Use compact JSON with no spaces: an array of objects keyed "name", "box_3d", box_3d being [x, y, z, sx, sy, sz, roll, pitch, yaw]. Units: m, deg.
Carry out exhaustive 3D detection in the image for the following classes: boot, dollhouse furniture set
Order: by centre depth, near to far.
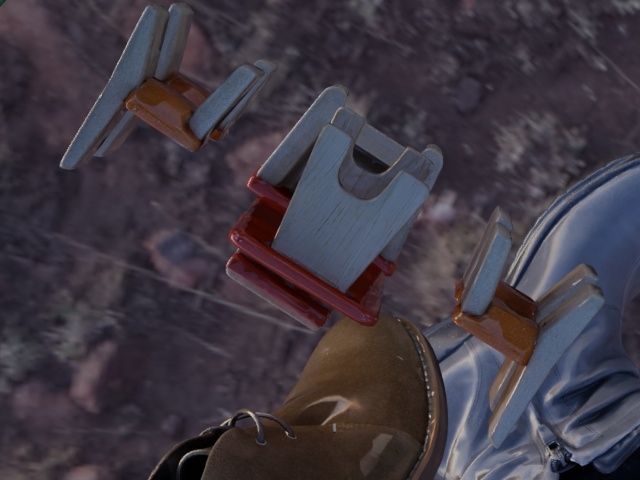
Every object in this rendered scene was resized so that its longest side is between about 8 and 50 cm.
[{"name":"boot","box_3d":[-0.016,0.119,1.016,0.112,0.305,0.115,-29,112,33]},{"name":"dollhouse furniture set","box_3d":[0.000,0.000,1.027,0.262,0.259,0.135,33,99,0]},{"name":"boot","box_3d":[0.214,0.090,1.435,0.338,0.118,0.222,-44,38,-6]}]

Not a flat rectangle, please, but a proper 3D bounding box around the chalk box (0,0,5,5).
[{"name":"chalk box","box_3d":[-0.273,-0.110,0.789,0.179,0.180,0.289,-51,22,-14]}]
